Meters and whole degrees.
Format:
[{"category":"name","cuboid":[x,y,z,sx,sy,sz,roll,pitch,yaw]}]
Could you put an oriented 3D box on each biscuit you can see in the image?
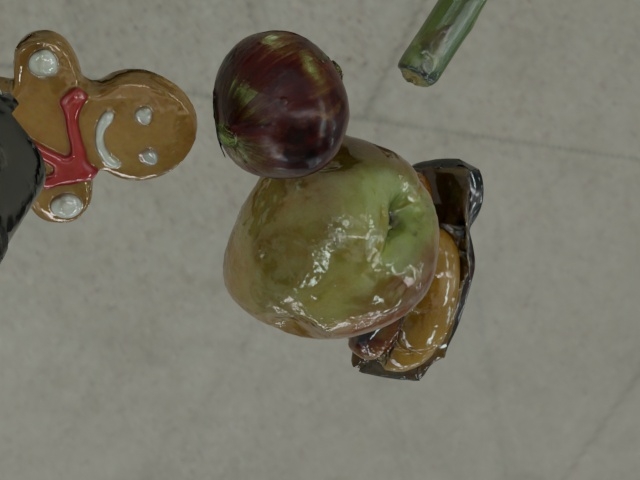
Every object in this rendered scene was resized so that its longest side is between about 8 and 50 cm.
[{"category":"biscuit","cuboid":[-0.297,-0.109,1.503,0.339,0.047,0.216,1,123,-5]}]

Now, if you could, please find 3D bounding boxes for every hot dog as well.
[{"category":"hot dog","cuboid":[0.099,0.048,1.964,0.107,0.194,0.326,-18,115,-57]}]

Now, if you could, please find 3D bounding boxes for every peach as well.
[{"category":"peach","cuboid":[0.000,0.000,1.534,0.235,0.214,0.214,-16,149,29]}]

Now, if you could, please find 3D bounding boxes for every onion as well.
[{"category":"onion","cuboid":[-0.026,-0.102,1.123,0.118,0.118,0.117,-31,134,-4]}]

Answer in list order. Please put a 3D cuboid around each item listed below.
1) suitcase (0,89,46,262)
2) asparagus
[{"category":"suitcase","cuboid":[-0.426,-0.025,1.043,0.434,0.194,0.283,-28,111,17]},{"category":"asparagus","cuboid":[0.195,-0.328,1.948,0.067,0.060,0.278,32,86,-21]}]
